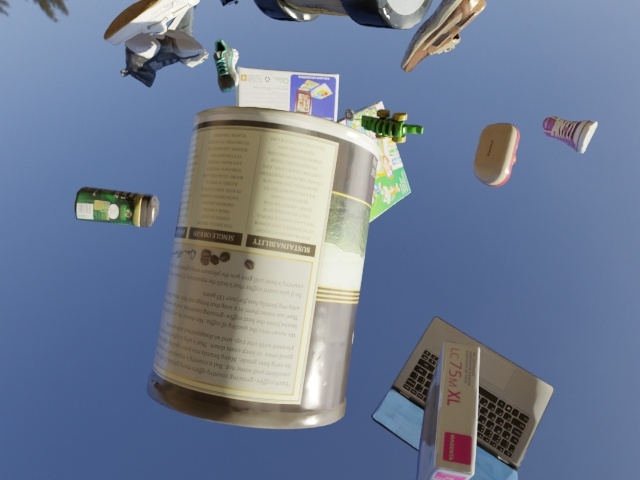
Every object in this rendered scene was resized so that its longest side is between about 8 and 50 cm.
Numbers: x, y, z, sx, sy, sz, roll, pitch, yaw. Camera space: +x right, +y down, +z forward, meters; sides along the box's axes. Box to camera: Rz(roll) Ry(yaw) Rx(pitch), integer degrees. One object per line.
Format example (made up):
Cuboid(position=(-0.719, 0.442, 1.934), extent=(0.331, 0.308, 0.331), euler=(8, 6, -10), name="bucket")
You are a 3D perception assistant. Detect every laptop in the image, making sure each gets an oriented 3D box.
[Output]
Cuboid(position=(0.385, 0.414, 1.342), extent=(0.382, 0.236, 0.408), euler=(31, -114, 15), name="laptop")

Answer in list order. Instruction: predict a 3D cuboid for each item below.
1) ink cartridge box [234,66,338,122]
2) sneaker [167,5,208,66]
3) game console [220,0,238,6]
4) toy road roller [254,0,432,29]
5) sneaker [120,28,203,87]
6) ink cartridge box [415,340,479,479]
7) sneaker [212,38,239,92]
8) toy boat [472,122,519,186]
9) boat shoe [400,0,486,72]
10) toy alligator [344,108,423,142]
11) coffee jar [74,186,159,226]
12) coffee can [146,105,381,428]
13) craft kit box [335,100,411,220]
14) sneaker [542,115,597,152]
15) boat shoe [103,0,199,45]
Cuboid(position=(-0.102, -0.348, 1.565), extent=(0.304, 0.307, 0.072), euler=(-2, -164, -19), name="ink cartridge box")
Cuboid(position=(-0.449, -0.714, 1.826), extent=(0.086, 0.163, 0.226), euler=(-9, -128, 58), name="sneaker")
Cuboid(position=(-0.154, -0.626, 1.272), extent=(0.213, 0.044, 0.361), euler=(-28, -155, -6), name="game console")
Cuboid(position=(-0.034, -0.339, 0.450), extent=(0.329, 0.240, 0.202), euler=(1, -162, -44), name="toy road roller")
Cuboid(position=(-0.491, -0.558, 1.606), extent=(0.101, 0.153, 0.268), euler=(51, -141, 14), name="sneaker")
Cuboid(position=(0.203, 0.312, 0.860), extent=(0.065, 0.311, 0.186), euler=(9, -122, 8), name="ink cartridge box")
Cuboid(position=(-0.266, -0.476, 1.422), extent=(0.065, 0.076, 0.166), euler=(-17, -119, 17), name="sneaker")
Cuboid(position=(0.666, -0.311, 1.937), extent=(0.151, 0.231, 0.151), euler=(13, -177, -38), name="toy boat")
Cuboid(position=(0.354, -0.605, 1.546), extent=(0.116, 0.324, 0.123), euler=(31, -125, -11), name="boat shoe")
Cuboid(position=(0.115, -0.235, 1.064), extent=(0.190, 0.056, 0.051), euler=(20, -146, 31), name="toy alligator")
Cuboid(position=(-0.490, -0.081, 1.273), extent=(0.184, 0.079, 0.096), euler=(6, -165, -11), name="coffee jar")
Cuboid(position=(-0.055, 0.027, 0.545), extent=(0.201, 0.201, 0.275), euler=(7, -93, 19), name="coffee can")
Cuboid(position=(0.099, -0.180, 1.267), extent=(0.246, 0.250, 0.061), euler=(-34, -159, -35), name="craft kit box")
Cuboid(position=(0.813, -0.360, 1.736), extent=(0.161, 0.102, 0.282), euler=(26, -166, 17), name="sneaker")
Cuboid(position=(-0.447, -0.592, 1.400), extent=(0.277, 0.096, 0.098), euler=(-31, -130, 6), name="boat shoe")
